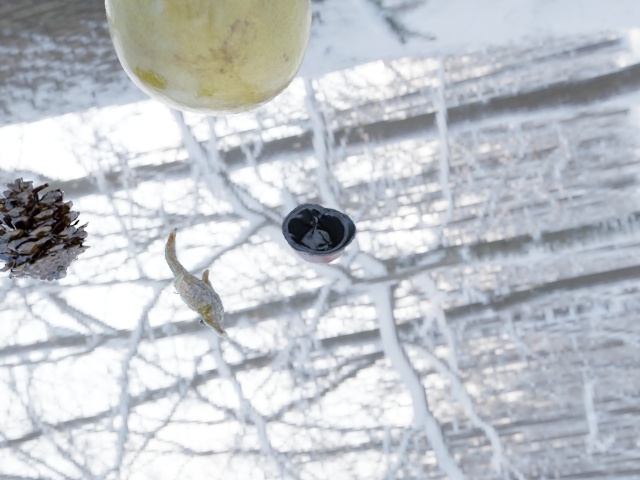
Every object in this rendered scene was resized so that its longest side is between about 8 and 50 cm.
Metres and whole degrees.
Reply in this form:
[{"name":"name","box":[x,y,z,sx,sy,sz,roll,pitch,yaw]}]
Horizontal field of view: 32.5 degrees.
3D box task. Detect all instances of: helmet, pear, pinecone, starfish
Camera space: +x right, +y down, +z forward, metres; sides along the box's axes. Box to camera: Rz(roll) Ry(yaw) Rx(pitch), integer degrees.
[{"name":"helmet","box":[0.001,0.001,1.173,0.065,0.084,0.049,-50,-30,-28]},{"name":"pear","box":[-0.159,-0.330,1.599,0.314,0.314,0.315,-12,-90,-74]},{"name":"pinecone","box":[-0.442,-0.016,1.708,0.173,0.173,0.174,-12,-90,-74]},{"name":"starfish","box":[-0.194,0.068,1.662,0.138,0.050,0.247,56,179,-22]}]
